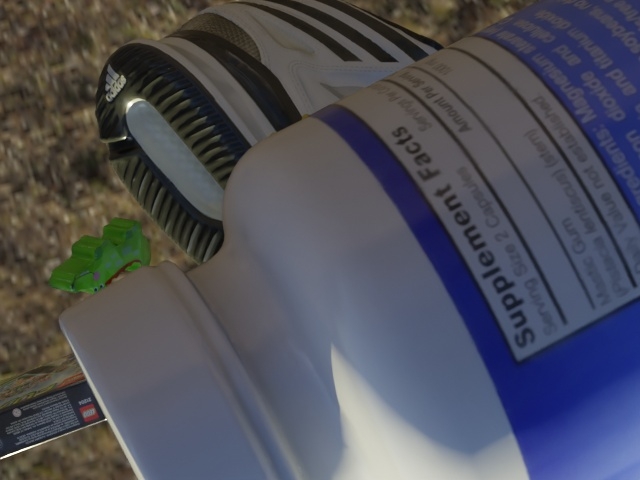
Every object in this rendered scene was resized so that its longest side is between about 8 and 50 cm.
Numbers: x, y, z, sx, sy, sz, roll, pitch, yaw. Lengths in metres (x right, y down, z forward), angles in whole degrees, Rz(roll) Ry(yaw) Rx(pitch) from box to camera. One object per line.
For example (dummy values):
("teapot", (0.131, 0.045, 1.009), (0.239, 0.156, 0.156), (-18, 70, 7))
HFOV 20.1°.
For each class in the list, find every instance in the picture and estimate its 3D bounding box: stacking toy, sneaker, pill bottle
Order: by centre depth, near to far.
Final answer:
("pill bottle", (0.064, 0.011, 0.566), (0.272, 0.152, 0.152), (-28, 129, -9))
("stacking toy", (0.000, 0.000, 0.911), (0.221, 0.167, 0.052), (-32, 122, -44))
("sneaker", (0.071, 0.003, 1.249), (0.257, 0.447, 0.169), (-35, 178, -40))

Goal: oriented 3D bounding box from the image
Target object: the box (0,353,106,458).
("box", (-0.249, 0.138, 1.410), (0.207, 0.114, 0.036), (-21, 101, 12))
